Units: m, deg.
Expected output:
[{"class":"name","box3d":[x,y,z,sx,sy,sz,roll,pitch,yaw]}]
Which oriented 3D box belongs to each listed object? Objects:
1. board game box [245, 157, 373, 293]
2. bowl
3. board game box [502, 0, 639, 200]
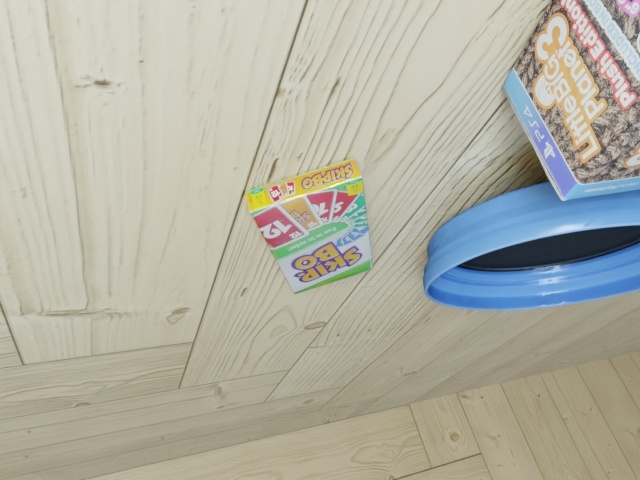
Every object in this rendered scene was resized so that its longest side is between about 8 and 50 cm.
[{"class":"board game box","box3d":[0.000,0.000,0.629,0.124,0.039,0.259,-17,154,0]},{"class":"bowl","box3d":[0.344,0.020,0.721,0.390,0.077,0.391,-2,158,-1]},{"class":"board game box","box3d":[0.320,-0.177,0.360,0.231,0.141,0.291,-9,154,-11]}]
